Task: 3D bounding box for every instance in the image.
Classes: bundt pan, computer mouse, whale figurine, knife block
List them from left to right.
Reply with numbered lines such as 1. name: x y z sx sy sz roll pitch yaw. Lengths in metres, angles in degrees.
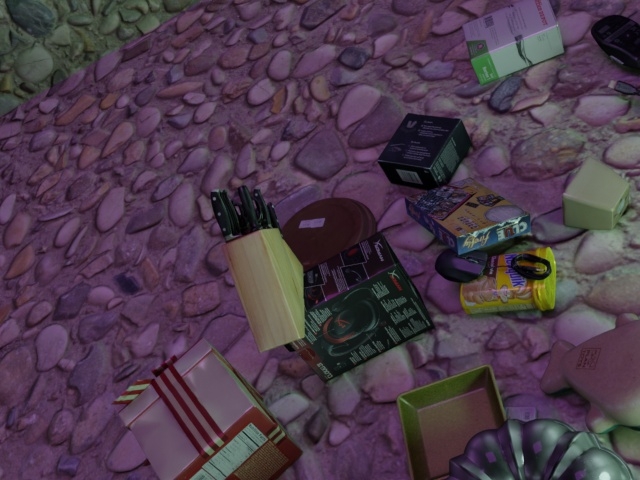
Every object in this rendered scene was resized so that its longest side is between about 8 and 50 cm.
1. knife block: -0.123 0.033 1.456 0.088 0.242 0.276 -22 40 17
2. computer mouse: 0.326 0.045 1.520 0.242 0.041 0.071 0 50 36
3. bundt pan: 0.319 0.417 1.187 0.330 0.124 0.331 -11 62 21
4. whale figurine: 0.498 0.228 1.310 0.272 0.141 0.216 -12 50 58
5. computer mouse: 0.693 -0.397 1.767 0.184 0.060 0.262 -41 54 -11

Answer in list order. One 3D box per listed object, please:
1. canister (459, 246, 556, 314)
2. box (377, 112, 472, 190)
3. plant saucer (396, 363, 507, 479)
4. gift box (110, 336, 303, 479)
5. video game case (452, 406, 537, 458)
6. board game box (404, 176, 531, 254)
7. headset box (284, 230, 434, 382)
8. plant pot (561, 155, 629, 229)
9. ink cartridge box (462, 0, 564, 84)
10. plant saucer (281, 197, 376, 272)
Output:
1. canister: 0.366 0.082 1.544 0.169 0.073 0.126 -9 48 29
2. box: 0.247 -0.209 1.862 0.156 0.093 0.158 15 64 41
3. plant saucer: 0.240 0.333 1.395 0.188 0.045 0.188 -22 45 15
4. gift box: -0.239 0.375 1.547 0.276 0.255 0.258 -37 44 -10
5. video game case: 0.302 0.365 1.376 0.143 0.019 0.157 -7 51 28
6. board game box: 0.301 -0.056 1.648 0.165 0.042 0.243 -17 26 -12
7. headset box: 0.049 0.146 1.587 0.293 0.218 0.110 -29 41 9
8. plant pot: 0.546 -0.082 1.554 0.096 0.109 0.109 26 70 30
9. ink cartridge box: 0.480 -0.505 1.971 0.219 0.092 0.160 -18 46 19
10. plant saucer: 0.000 0.000 1.880 0.277 0.041 0.278 -19 45 20
